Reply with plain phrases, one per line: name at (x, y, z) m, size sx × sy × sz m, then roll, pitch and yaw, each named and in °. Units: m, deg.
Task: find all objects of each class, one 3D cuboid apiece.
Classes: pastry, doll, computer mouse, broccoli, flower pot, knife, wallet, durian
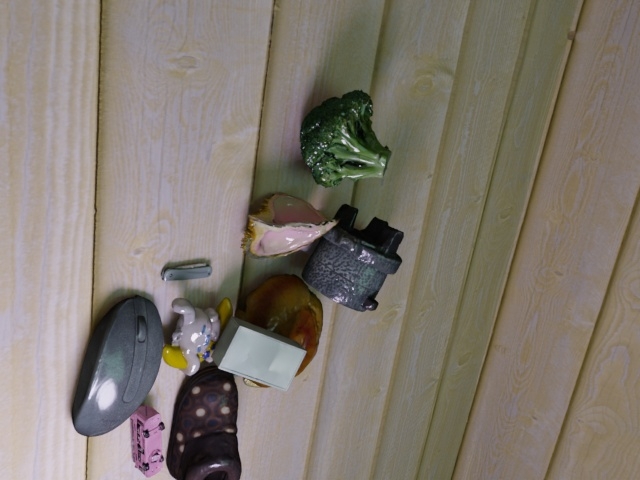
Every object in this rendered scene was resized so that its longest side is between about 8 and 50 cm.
pastry at (-0.129, 0.280, 1.985) m, size 0.356 × 0.164 × 0.356 m, roll -24°, pitch 122°, yaw -46°
doll at (-0.336, 0.254, 1.754) m, size 0.237 × 0.111 × 0.252 m, roll -7°, pitch 125°, yaw -52°
computer mouse at (-0.492, 0.324, 1.596) m, size 0.203 × 0.114 × 0.374 m, roll 14°, pitch 97°, yaw -53°
broccoli at (0.077, -0.286, 1.860) m, size 0.308 × 0.275 × 0.308 m, roll 23°, pitch 90°, yaw -81°
flower pot at (0.106, 0.048, 1.991) m, size 0.299 × 0.299 × 0.283 m, roll 20°, pitch 102°, yaw -54°
knife at (-0.353, 0.083, 1.713) m, size 0.162 × 0.023 × 0.044 m, roll -2°, pitch 113°, yaw -51°
wallet at (0.000, 0.000, 2.106) m, size 0.124 × 0.032 × 0.183 m, roll -60°, pitch 145°, yaw -5°
durian at (-0.124, -0.020, 1.850) m, size 0.305 × 0.185 × 0.195 m, roll -10°, pitch 136°, yaw -44°

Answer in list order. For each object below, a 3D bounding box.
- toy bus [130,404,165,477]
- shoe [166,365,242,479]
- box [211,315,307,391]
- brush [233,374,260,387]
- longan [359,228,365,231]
toy bus at (-0.474, 0.548, 1.762) m, size 0.063 × 0.090 × 0.203 m, roll -20°, pitch 123°, yaw -44°
shoe at (-0.314, 0.566, 1.829) m, size 0.171 × 0.237 × 0.384 m, roll 10°, pitch 105°, yaw -38°
box at (-0.170, 0.315, 1.785) m, size 0.225 × 0.086 × 0.129 m, roll 27°, pitch 91°, yaw -28°
brush at (-0.236, 0.434, 2.036) m, size 0.060 × 0.068 × 0.297 m, roll -49°, pitch 142°, yaw 14°
longan at (0.164, 0.041, 2.231) m, size 0.187 × 0.167 × 0.167 m, roll -38°, pitch 139°, yaw -59°
